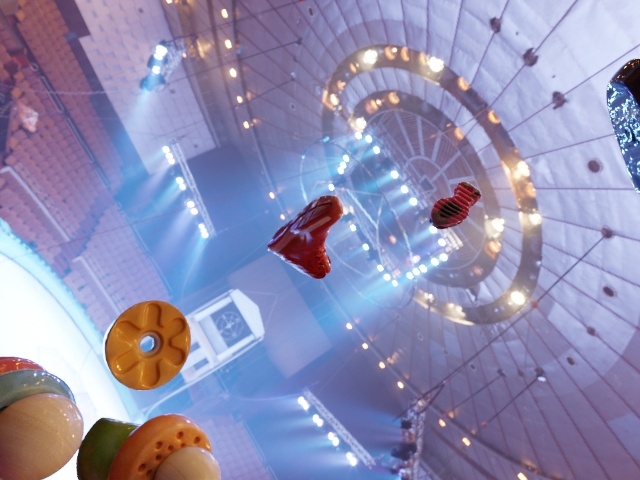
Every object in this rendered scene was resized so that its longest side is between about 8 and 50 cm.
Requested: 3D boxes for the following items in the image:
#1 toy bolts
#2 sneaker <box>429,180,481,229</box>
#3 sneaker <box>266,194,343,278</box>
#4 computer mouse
[{"bbox_3d":[-0.193,0.152,0.380,0.159,0.218,0.229,-9,-26,40],"label":"toy bolts"},{"bbox_3d":[0.193,-0.041,0.599,0.047,0.119,0.057,43,-39,16],"label":"sneaker"},{"bbox_3d":[0.000,0.000,0.795,0.128,0.086,0.221,40,-35,-18],"label":"sneaker"},{"bbox_3d":[0.265,-0.017,0.289,0.071,0.041,0.241,-20,92,-69],"label":"computer mouse"}]
